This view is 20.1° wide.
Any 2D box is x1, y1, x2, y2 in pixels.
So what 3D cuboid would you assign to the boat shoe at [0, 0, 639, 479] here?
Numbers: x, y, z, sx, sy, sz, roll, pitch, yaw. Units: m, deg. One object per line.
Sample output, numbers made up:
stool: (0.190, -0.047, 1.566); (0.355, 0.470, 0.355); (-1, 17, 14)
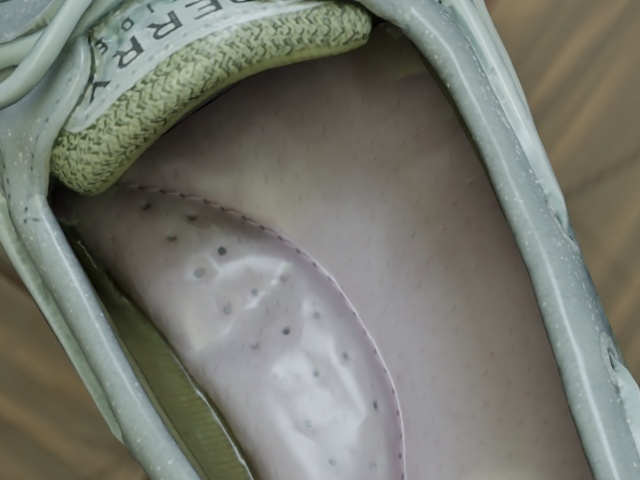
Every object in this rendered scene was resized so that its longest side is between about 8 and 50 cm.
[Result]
boat shoe: (-0.002, 0.002, 0.373); (0.118, 0.103, 0.320); (-26, 76, 2)
